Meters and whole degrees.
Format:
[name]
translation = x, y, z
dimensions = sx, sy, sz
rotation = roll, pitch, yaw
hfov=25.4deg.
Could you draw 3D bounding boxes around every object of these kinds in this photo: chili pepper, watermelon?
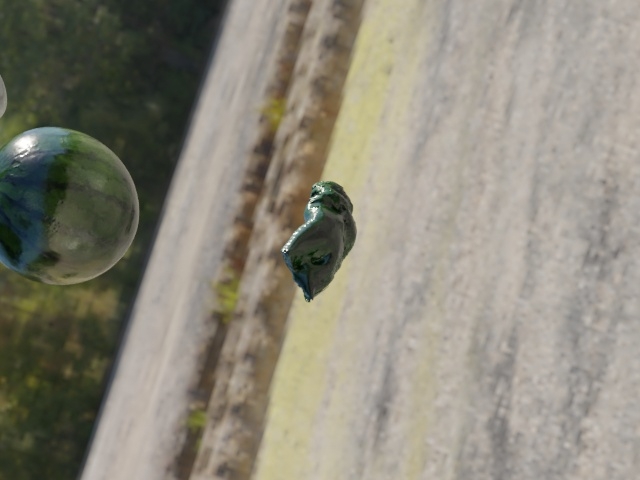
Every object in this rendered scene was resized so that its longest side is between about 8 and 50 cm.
[chili pepper]
translation = 0.002, -0.001, 1.942
dimensions = 0.061, 0.098, 0.224
rotation = -28, 23, 27
[watermelon]
translation = -0.323, -0.043, 1.688
dimensions = 0.188, 0.215, 0.188
rotation = -26, 56, 47

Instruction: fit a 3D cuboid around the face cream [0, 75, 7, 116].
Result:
[face cream]
translation = -0.476, -0.187, 1.849
dimensions = 0.104, 0.117, 0.117
rotation = -34, -19, -39
